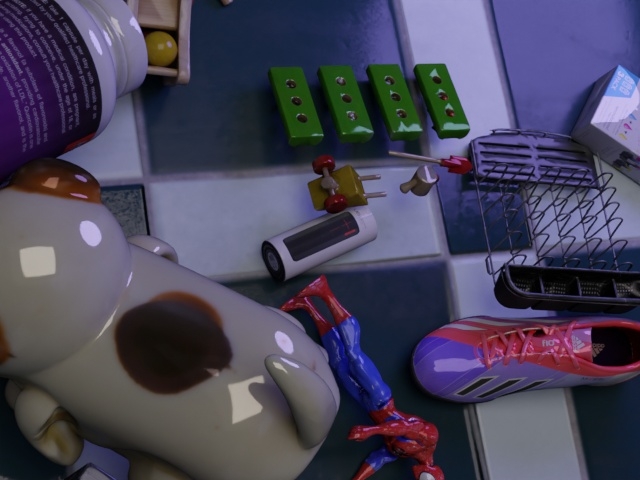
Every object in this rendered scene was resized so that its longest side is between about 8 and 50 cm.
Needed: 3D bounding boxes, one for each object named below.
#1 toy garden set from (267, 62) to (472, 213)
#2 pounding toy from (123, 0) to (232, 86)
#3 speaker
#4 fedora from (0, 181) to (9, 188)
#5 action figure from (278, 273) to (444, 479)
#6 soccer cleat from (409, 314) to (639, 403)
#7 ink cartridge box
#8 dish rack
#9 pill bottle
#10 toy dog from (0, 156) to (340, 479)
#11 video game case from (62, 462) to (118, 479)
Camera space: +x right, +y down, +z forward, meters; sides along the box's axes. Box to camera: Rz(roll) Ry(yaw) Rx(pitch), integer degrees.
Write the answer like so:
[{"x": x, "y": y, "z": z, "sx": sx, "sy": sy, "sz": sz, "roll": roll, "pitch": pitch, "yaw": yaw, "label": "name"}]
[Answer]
[{"x": 0.069, "y": -0.123, "z": 1.760, "sx": 0.244, "sy": 0.049, "sz": 0.203, "roll": -4, "pitch": 59, "yaw": -23, "label": "toy garden set"}, {"x": -0.161, "y": -0.307, "z": 1.689, "sx": 0.155, "sy": 0.154, "sz": 0.269, "roll": 5, "pitch": 74, "yaw": -18, "label": "pounding toy"}, {"x": 0.000, "y": 0.000, "z": 1.713, "sx": 0.136, "sy": 0.055, "sz": 0.055, "roll": -23, "pitch": 84, "yaw": -24, "label": "speaker"}, {"x": -0.463, "y": -0.093, "z": 1.535, "sx": 0.275, "sy": 0.124, "sz": 0.243, "roll": -37, "pitch": 92, "yaw": -36, "label": "fedora"}, {"x": 0.032, "y": 0.194, "z": 1.651, "sx": 0.139, "sy": 0.091, "sz": 0.280, "roll": -38, "pitch": 89, "yaw": -31, "label": "action figure"}, {"x": 0.265, "y": 0.134, "z": 1.733, "sx": 0.318, "sy": 0.116, "sz": 0.108, "roll": -1, "pitch": 75, "yaw": -20, "label": "soccer cleat"}, {"x": 0.437, "y": -0.138, "z": 1.902, "sx": 0.181, "sy": 0.061, "sz": 0.104, "roll": 32, "pitch": 67, "yaw": -9, "label": "ink cartridge box"}, {"x": 0.295, "y": -0.032, "z": 1.793, "sx": 0.208, "sy": 0.074, "sz": 0.271, "roll": 4, "pitch": 60, "yaw": -20, "label": "dish rack"}, {"x": -0.336, "y": -0.151, "z": 1.446, "sx": 0.323, "sy": 0.181, "sz": 0.181, "roll": -31, "pitch": 87, "yaw": -36, "label": "pill bottle"}, {"x": -0.208, "y": 0.113, "z": 1.437, "sx": 0.408, "sy": 0.395, "sz": 0.284, "roll": 37, "pitch": 77, "yaw": -14, "label": "toy dog"}, {"x": -0.183, "y": 0.301, "z": 1.441, "sx": 0.196, "sy": 0.274, "sz": 0.026, "roll": 35, "pitch": 67, "yaw": -7, "label": "video game case"}]
